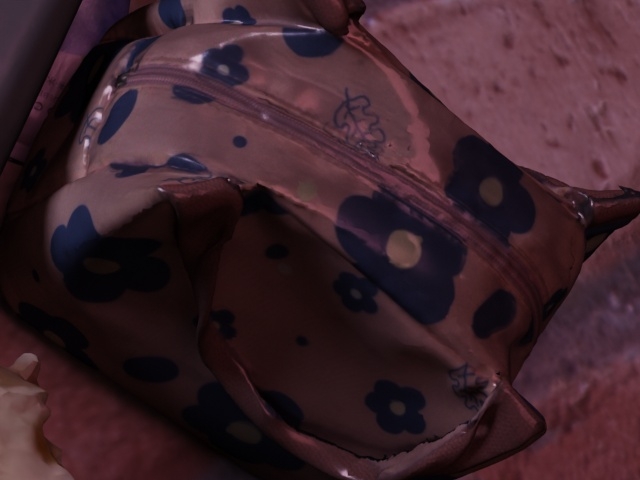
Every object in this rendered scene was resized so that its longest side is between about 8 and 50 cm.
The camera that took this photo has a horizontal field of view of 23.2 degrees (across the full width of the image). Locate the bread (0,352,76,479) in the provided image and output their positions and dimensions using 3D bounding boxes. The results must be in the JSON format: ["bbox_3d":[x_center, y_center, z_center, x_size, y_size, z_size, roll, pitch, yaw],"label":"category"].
[{"bbox_3d":[-0.227,0.071,0.524,0.224,0.211,0.183,15,51,-40],"label":"bread"}]

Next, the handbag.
[{"bbox_3d":[0.000,0.000,0.716,0.251,0.193,0.190,34,63,-17],"label":"handbag"}]

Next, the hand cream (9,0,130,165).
[{"bbox_3d":[-0.132,-0.104,0.793,0.084,0.053,0.142,23,67,-22],"label":"hand cream"}]

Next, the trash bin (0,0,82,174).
[{"bbox_3d":[-0.205,-0.087,0.678,0.177,0.101,0.236,26,63,-10],"label":"trash bin"}]
